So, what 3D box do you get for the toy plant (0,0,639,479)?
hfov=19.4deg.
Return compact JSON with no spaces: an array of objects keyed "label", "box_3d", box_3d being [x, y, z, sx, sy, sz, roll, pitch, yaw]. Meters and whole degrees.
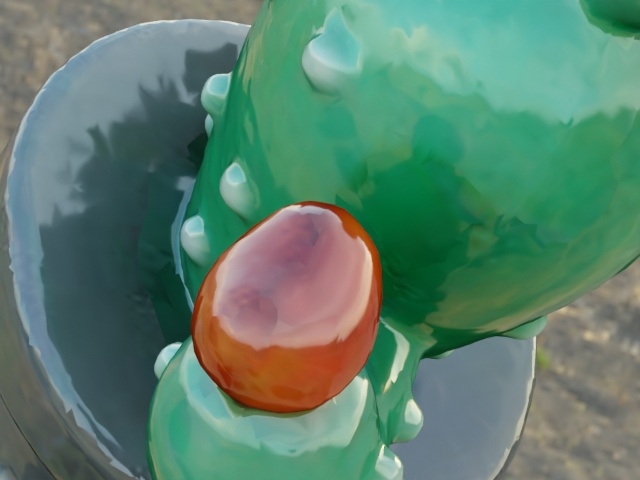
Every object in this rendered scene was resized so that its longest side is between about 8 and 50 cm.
[{"label":"toy plant","box_3d":[-0.007,0.007,0.545,0.185,0.400,0.279,51,46,0]}]
